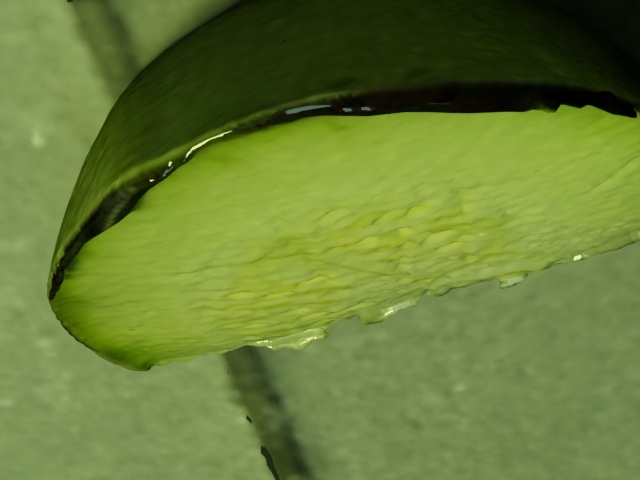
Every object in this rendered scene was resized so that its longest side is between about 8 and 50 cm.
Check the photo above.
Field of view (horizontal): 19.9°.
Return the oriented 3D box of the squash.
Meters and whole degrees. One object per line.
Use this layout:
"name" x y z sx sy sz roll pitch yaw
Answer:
"squash" 0.000 0.000 0.572 0.236 0.155 0.204 -18 128 15
